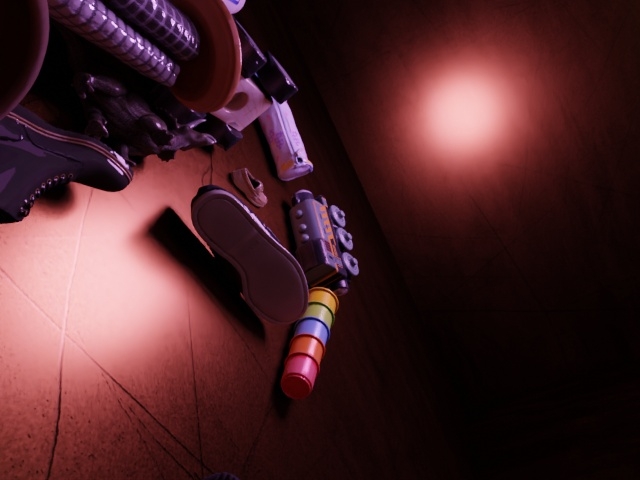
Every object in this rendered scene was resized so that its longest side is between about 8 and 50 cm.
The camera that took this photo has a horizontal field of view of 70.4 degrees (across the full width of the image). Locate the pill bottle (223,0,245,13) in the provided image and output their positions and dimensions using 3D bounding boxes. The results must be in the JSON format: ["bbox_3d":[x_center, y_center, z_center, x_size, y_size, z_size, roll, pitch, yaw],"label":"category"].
[{"bbox_3d":[-0.312,-0.741,1.315,0.152,0.152,0.272,63,16,-12],"label":"pill bottle"}]

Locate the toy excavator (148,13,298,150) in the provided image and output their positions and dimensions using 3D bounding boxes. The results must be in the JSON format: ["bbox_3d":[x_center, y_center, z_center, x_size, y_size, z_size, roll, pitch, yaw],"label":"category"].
[{"bbox_3d":[-0.307,-0.454,0.918,0.445,0.222,0.433,56,14,16],"label":"toy excavator"}]

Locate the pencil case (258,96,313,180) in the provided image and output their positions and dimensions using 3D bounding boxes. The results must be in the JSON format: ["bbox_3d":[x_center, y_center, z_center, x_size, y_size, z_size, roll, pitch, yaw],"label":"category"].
[{"bbox_3d":[-0.118,-0.324,1.419,0.124,0.113,0.273,94,-24,-76],"label":"pencil case"}]

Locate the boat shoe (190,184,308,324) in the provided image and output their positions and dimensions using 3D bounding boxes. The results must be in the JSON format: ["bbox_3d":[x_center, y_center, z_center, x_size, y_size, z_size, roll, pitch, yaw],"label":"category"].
[{"bbox_3d":[-0.136,0.028,0.877,0.340,0.127,0.113,52,-1,-35],"label":"boat shoe"}]

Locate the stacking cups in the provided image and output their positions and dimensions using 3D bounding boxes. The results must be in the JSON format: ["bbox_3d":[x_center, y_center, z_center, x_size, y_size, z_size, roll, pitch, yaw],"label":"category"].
[{"bbox_3d":[-0.017,0.222,1.016,0.096,0.096,0.316,61,17,-19],"label":"stacking cups"}]

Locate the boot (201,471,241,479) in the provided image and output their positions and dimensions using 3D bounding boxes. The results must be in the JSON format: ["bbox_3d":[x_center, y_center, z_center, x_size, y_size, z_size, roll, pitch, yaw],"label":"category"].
[{"bbox_3d":[-0.066,0.460,0.514,0.338,0.118,0.223,-92,159,-43],"label":"boot"}]

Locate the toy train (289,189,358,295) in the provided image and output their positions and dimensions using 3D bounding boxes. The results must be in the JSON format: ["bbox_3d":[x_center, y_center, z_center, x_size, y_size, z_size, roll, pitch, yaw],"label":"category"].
[{"bbox_3d":[0.000,0.000,1.330,0.190,0.142,0.334,31,37,-48],"label":"toy train"}]

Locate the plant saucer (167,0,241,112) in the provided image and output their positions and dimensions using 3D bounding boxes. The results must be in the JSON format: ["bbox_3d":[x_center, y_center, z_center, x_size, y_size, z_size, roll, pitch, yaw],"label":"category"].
[{"bbox_3d":[-0.213,-0.312,0.748,0.037,0.200,0.200,-31,98,-48],"label":"plant saucer"}]

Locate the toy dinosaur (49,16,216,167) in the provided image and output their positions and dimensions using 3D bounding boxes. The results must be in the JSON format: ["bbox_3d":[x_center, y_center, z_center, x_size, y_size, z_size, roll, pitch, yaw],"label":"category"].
[{"bbox_3d":[-0.310,-0.201,0.693,0.313,0.121,0.160,37,12,-35],"label":"toy dinosaur"}]

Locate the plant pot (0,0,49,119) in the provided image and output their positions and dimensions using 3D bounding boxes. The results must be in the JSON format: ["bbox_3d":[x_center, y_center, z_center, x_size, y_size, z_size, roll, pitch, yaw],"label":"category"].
[{"bbox_3d":[-0.365,-0.217,0.304,0.229,0.263,0.263,54,12,17],"label":"plant pot"}]

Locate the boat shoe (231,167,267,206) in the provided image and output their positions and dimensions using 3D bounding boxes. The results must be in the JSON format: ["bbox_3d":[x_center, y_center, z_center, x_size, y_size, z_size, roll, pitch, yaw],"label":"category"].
[{"bbox_3d":[-0.166,-0.130,1.121,0.135,0.045,0.050,45,27,-53],"label":"boat shoe"}]

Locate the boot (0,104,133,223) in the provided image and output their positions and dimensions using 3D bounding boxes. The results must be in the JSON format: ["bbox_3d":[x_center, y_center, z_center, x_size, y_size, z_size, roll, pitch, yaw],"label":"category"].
[{"bbox_3d":[-0.316,-0.063,0.523,0.198,0.077,0.137,24,48,-48],"label":"boot"}]

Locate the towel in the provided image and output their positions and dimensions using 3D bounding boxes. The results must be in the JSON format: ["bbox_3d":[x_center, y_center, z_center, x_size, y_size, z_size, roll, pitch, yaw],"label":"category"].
[{"bbox_3d":[-0.327,-0.369,0.628,0.283,0.121,0.235,43,10,18],"label":"towel"}]
